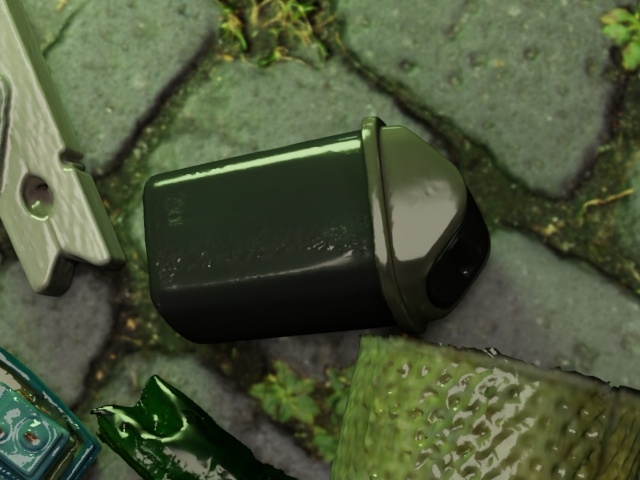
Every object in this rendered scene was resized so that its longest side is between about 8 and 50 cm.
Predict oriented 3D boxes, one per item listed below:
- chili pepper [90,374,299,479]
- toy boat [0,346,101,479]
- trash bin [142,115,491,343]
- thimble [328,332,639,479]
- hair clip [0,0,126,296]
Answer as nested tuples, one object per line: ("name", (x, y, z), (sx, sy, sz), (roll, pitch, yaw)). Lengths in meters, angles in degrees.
("chili pepper", (-0.110, 0.205, 1.592), (0.224, 0.061, 0.098), (34, 58, 11))
("toy boat", (-0.321, 0.152, 1.617), (0.238, 0.098, 0.109), (35, 82, 13))
("trash bin", (0.000, 0.000, 1.555), (0.290, 0.209, 0.182), (-9, 75, 11))
("thimble", (0.144, 0.175, 1.472), (0.271, 0.271, 0.150), (13, 84, 9))
("hair clip", (-0.291, -0.110, 1.672), (0.101, 0.085, 0.330), (-25, 83, 4))
